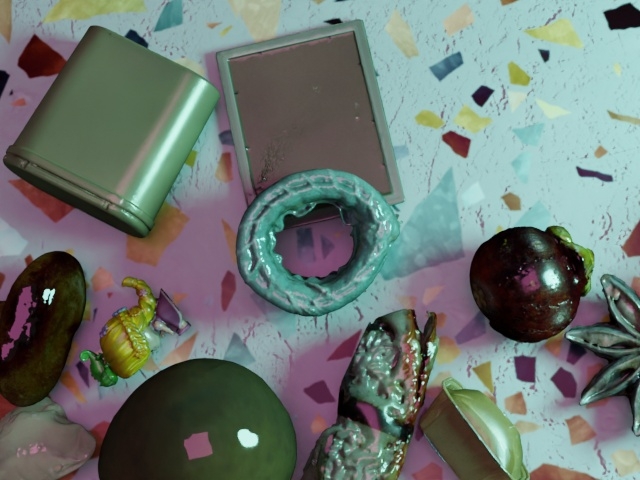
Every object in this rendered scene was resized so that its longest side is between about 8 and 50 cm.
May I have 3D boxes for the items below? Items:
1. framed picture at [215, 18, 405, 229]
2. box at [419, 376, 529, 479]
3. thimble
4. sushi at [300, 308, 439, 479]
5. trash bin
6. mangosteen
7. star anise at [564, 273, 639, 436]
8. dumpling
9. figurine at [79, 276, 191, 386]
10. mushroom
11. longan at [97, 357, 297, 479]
[{"bbox_3d":[-0.017,-0.168,1.865,0.232,0.019,0.296,-12,77,2],"label":"framed picture"},{"bbox_3d":[0.215,0.269,1.718,0.111,0.111,0.177,-38,79,-3],"label":"box"},{"bbox_3d":[0.000,0.000,1.754,0.235,0.143,0.198,-13,92,2],"label":"thimble"},{"bbox_3d":[0.067,0.245,1.723,0.130,0.124,0.332,17,80,8],"label":"sushi"},{"bbox_3d":[-0.301,-0.161,1.838,0.243,0.121,0.247,28,80,10],"label":"trash bin"},{"bbox_3d":[0.298,0.051,1.725,0.180,0.166,0.166,-29,78,-9],"label":"mangosteen"},{"bbox_3d":[0.465,0.151,1.719,0.236,0.109,0.223,-13,74,18],"label":"star anise"},{"bbox_3d":[-0.405,0.280,1.781,0.169,0.100,0.134,-24,39,14],"label":"dumpling"},{"bbox_3d":[-0.278,0.128,1.788,0.156,0.095,0.115,-41,90,-8],"label":"figurine"},{"bbox_3d":[-0.460,0.106,1.806,0.217,0.148,0.227,14,71,25],"label":"mushroom"},{"bbox_3d":[-0.161,0.282,1.676,0.258,0.258,0.258,-1,79,5],"label":"longan"}]
